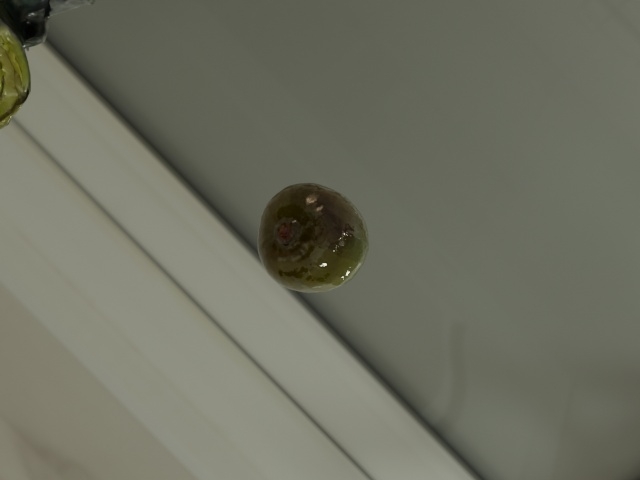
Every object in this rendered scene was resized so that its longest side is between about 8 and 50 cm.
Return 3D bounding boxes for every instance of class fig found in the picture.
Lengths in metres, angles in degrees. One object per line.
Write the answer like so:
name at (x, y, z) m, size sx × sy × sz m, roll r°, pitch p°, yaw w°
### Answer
fig at (0.000, 0.000, 0.970) m, size 0.074 × 0.074 × 0.088 m, roll -44°, pitch 151°, yaw 20°

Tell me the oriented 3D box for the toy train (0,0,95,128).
toy train at (-0.259, -0.135, 0.748) m, size 0.261 × 0.177 × 0.134 m, roll -16°, pitch -140°, yaw 4°
